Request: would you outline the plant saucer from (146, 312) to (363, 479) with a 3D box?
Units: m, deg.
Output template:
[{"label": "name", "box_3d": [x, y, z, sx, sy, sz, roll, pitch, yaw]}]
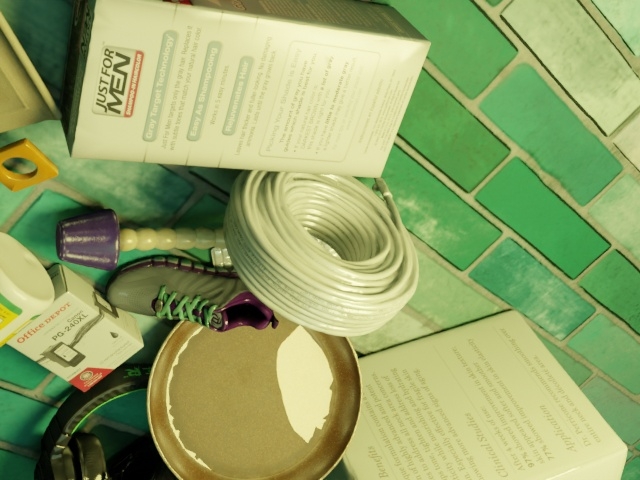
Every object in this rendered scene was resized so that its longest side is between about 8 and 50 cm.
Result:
[{"label": "plant saucer", "box_3d": [-0.093, 0.220, 1.242, 0.311, 0.050, 0.310, 0, 90, -16]}]

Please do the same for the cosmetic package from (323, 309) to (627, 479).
[{"label": "cosmetic package", "box_3d": [0.216, 0.376, 1.415, 0.394, 0.329, 0.327, -15, 131, -13]}]

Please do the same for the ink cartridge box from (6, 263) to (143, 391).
[{"label": "ink cartridge box", "box_3d": [-0.324, 0.115, 1.130, 0.109, 0.063, 0.150, -38, 133, 6]}]

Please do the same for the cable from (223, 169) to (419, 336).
[{"label": "cable", "box_3d": [0.000, 0.000, 1.064, 0.257, 0.257, 0.089, 7, 134, -35]}]

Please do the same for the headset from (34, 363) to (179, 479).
[{"label": "headset", "box_3d": [-0.298, 0.373, 1.267, 0.244, 0.185, 0.394, 18, 105, -35]}]

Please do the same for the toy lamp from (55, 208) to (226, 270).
[{"label": "toy lamp", "box_3d": [-0.189, -0.004, 1.091, 0.275, 0.080, 0.080, -3, 127, -25]}]

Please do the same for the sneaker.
[{"label": "sneaker", "box_3d": [-0.166, 0.077, 1.137, 0.224, 0.098, 0.083, 1, 116, -17]}]

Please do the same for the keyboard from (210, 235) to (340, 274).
[{"label": "keyboard", "box_3d": [-0.026, 0.009, 1.221, 0.256, 0.014, 0.072, -15, 131, -15]}]

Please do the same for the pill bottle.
[{"label": "pill bottle", "box_3d": [-0.431, 0.093, 1.025, 0.208, 0.117, 0.117, -38, 133, 7]}]

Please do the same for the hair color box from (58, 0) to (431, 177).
[{"label": "hair color box", "box_3d": [-0.086, -0.183, 0.971, 0.375, 0.113, 0.185, 1, 126, -27]}]

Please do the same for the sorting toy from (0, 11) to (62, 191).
[{"label": "sorting toy", "box_3d": [-0.381, -0.169, 0.863, 0.196, 0.047, 0.347, -11, 145, 3]}]
